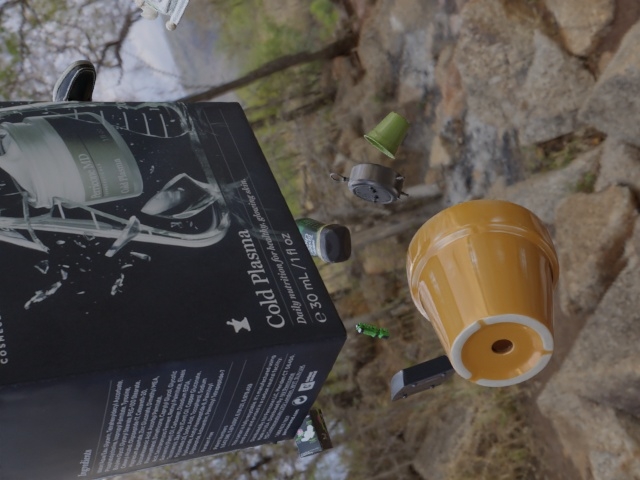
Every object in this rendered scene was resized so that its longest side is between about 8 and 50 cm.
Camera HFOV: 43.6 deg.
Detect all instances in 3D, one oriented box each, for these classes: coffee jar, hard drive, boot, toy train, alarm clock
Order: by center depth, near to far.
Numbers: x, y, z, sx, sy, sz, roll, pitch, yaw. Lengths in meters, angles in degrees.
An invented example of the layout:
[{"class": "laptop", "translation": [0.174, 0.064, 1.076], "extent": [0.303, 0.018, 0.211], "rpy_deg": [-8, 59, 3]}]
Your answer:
[{"class": "boot", "translation": [-0.490, -0.234, 1.666], "extent": [0.085, 0.236, 0.178], "rpy_deg": [-9, -130, -49]}, {"class": "toy train", "translation": [0.113, 0.197, 1.726], "extent": [0.083, 0.017, 0.023], "rpy_deg": [16, -141, -28]}, {"class": "alarm clock", "translation": [0.114, -0.137, 1.936], "extent": [0.129, 0.192, 0.064], "rpy_deg": [61, -136, -66]}, {"class": "coffee jar", "translation": [0.000, 0.000, 1.940], "extent": [0.184, 0.079, 0.096], "rpy_deg": [12, 110, 57]}, {"class": "hard drive", "translation": [0.271, 0.371, 2.161], "extent": [0.254, 0.172, 0.054], "rpy_deg": [94, 157, -70]}]

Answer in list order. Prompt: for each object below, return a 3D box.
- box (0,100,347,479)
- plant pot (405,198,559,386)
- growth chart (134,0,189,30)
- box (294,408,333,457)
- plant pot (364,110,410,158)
[{"class": "box", "translation": [-0.290, 0.058, 1.135], "extent": [0.479, 0.472, 0.297], "rpy_deg": [64, 147, 34]}, {"class": "plant pot", "translation": [0.222, 0.081, 1.053], "extent": [0.188, 0.205, 0.205], "rpy_deg": [-90, -18, -52]}, {"class": "growth chart", "translation": [-0.278, -0.403, 1.129], "extent": [0.237, 0.021, 0.172], "rpy_deg": [38, 151, -18]}, {"class": "box", "translation": [-0.019, 0.385, 1.604], "extent": [0.062, 0.052, 0.083], "rpy_deg": [22, -134, -66]}, {"class": "plant pot", "translation": [0.149, -0.231, 1.710], "extent": [0.083, 0.079, 0.083], "rpy_deg": [36, -178, -1]}]
